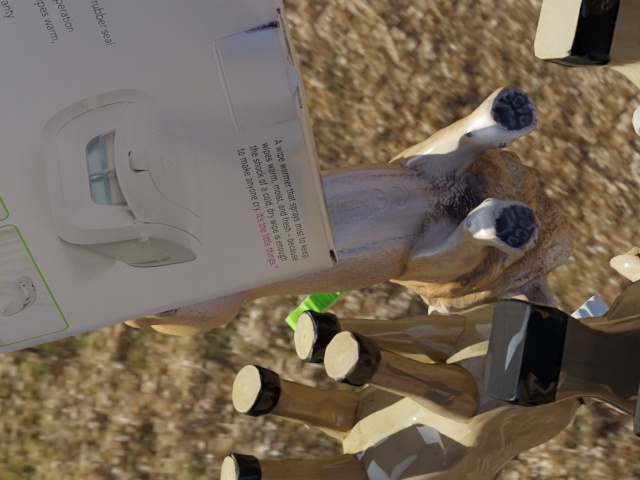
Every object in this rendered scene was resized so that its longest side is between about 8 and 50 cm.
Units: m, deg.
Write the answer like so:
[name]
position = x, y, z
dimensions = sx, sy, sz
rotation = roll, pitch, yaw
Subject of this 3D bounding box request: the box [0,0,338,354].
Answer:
[box]
position = -0.129, -0.077, 0.552
dimensions = 0.231, 0.262, 0.127
rotation = -16, 53, -1

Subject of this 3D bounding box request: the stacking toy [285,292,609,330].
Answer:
[stacking toy]
position = 0.108, 0.058, 1.237
dimensions = 0.221, 0.052, 0.167
rotation = -40, 81, 1

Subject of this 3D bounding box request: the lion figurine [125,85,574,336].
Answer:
[lion figurine]
position = 0.000, 0.000, 0.955
dimensions = 0.392, 0.240, 0.142
rotation = -1, 77, -17

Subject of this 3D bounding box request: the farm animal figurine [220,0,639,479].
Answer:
[farm animal figurine]
position = 0.127, 0.048, 0.459
dimensions = 0.330, 0.172, 0.327
rotation = 42, 118, 56
